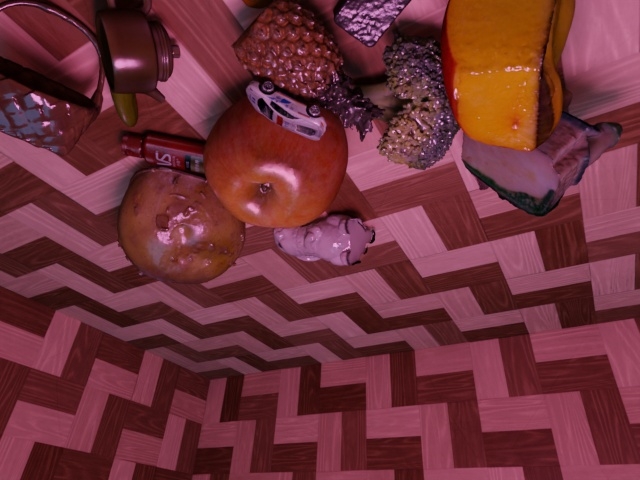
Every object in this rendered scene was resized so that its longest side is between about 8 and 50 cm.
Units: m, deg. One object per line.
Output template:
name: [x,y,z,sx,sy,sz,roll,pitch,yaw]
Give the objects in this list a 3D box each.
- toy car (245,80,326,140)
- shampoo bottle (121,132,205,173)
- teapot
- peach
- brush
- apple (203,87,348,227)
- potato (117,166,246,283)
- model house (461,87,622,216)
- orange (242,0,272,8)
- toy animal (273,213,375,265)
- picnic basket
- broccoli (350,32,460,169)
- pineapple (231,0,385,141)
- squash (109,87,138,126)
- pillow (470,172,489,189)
toy car: [-0.081,-0.295,1.012,0.205,0.056,0.095,26,165,-3]
shampoo bottle: [-0.458,-0.275,1.396,0.314,0.076,0.118,10,152,-9]
teapot: [-0.428,-0.465,1.056,0.175,0.185,0.267,-17,124,-30]
peach: [0.391,-0.389,0.934,0.242,0.380,0.306,5,180,30]
brush: [0.125,-0.538,0.981,0.123,0.059,0.197,24,140,-24]
apple: [-0.121,-0.217,1.221,0.392,0.346,0.391,5,140,4]
potato: [-0.476,-0.012,1.528,0.442,0.319,0.385,20,154,-30]
model house: [0.571,-0.264,1.139,0.284,0.298,0.243,-39,147,-7]
orange: [-0.143,-0.555,0.980,0.086,0.062,0.086,4,148,3]
toy animal: [0.000,0.000,1.690,0.357,0.193,0.258,-1,173,34]
picnic basket: [-0.685,-0.414,1.087,0.293,0.337,0.337,20,143,-38]
broccoli: [0.217,-0.324,1.118,0.302,0.249,0.375,-8,149,12]
pineapple: [-0.010,-0.378,1.023,0.362,0.202,0.202,42,137,-4]
squash: [-0.551,-0.395,1.247,0.066,0.066,0.201,10,151,-9]
pillow: [0.582,-0.220,1.414,0.185,0.043,0.118,-17,138,27]
